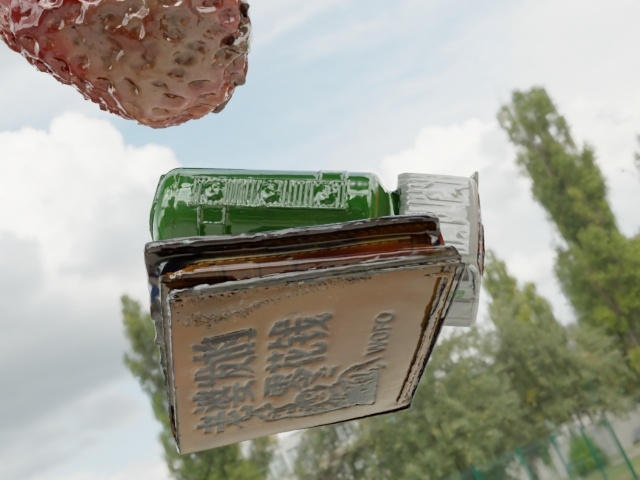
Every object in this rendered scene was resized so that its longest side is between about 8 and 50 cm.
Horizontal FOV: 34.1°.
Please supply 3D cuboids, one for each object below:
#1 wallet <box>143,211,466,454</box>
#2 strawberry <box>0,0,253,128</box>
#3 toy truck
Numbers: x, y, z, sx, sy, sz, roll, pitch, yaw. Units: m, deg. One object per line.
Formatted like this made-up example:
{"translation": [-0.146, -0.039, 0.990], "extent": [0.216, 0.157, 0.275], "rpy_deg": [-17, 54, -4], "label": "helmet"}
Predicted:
{"translation": [-0.013, 0.062, 0.588], "extent": [0.161, 0.042, 0.195], "rpy_deg": [-5, -36, -10], "label": "wallet"}
{"translation": [-0.253, -0.257, 1.298], "extent": [0.336, 0.149, 0.265], "rpy_deg": [7, -56, 2], "label": "strawberry"}
{"translation": [0.000, 0.000, 0.767], "extent": [0.242, 0.101, 0.125], "rpy_deg": [3, -35, 4], "label": "toy truck"}
